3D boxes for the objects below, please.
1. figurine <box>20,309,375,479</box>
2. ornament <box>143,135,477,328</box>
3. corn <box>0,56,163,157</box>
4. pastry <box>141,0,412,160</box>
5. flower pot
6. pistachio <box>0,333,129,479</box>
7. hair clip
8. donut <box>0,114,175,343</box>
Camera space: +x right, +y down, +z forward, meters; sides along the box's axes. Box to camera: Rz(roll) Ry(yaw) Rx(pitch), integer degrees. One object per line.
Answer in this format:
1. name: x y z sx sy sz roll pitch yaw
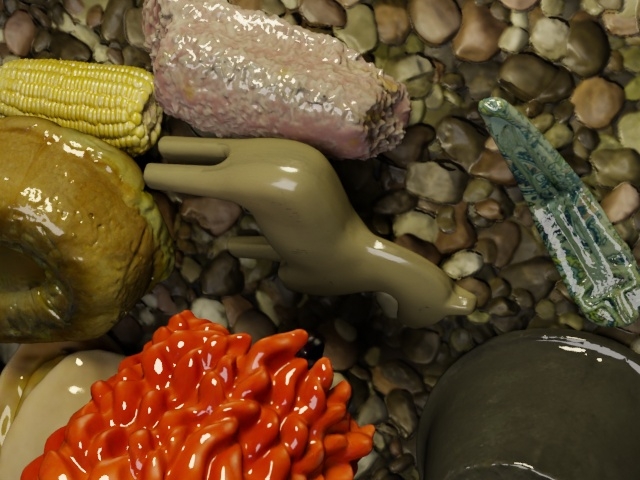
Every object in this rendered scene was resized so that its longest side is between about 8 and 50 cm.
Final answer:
1. figurine: -0.098 0.206 1.380 0.306 0.412 0.241 -40 85 -1
2. ornament: 0.000 0.000 1.414 0.244 0.061 0.230 5 144 32
3. corn: -0.223 -0.124 1.499 0.165 0.063 0.085 11 124 21
4. pastry: -0.056 -0.138 1.398 0.265 0.112 0.103 26 135 16
5. flower pot: 0.188 0.223 1.392 0.269 0.166 0.269 7 111 19
6. pistachio: -0.233 0.232 1.575 0.187 0.187 0.299 14 104 18
7. hair clip: 0.200 -0.027 1.369 0.066 0.036 0.229 -27 102 33
8. donut: -0.272 -0.006 1.495 0.261 0.128 0.208 -10 124 33
